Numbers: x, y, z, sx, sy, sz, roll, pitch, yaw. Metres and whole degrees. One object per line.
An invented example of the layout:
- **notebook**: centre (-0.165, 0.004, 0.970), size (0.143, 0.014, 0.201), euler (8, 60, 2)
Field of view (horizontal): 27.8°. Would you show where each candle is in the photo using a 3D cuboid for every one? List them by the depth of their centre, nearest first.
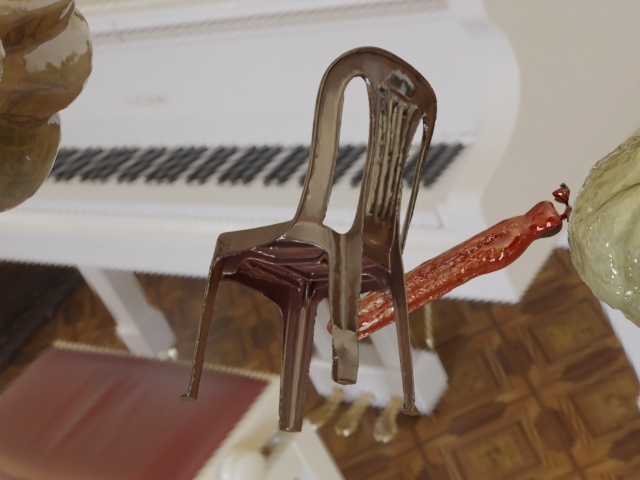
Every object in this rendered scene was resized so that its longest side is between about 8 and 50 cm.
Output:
- **candle**: centre (0.157, 0.033, 1.507), size (0.329, 0.048, 0.051), euler (-29, 26, -6)

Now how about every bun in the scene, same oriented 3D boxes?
- **bun**: centre (0.357, -0.028, 1.185), size (0.259, 0.152, 0.259), euler (0, 41, 0)

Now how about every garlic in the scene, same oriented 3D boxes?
- **garlic**: centre (-0.296, -0.134, 1.025), size (0.210, 0.237, 0.292), euler (17, 8, 0)

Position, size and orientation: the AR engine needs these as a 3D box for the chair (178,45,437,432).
- **chair**: centre (0.000, 0.000, 1.218), size (0.183, 0.175, 0.327), euler (-11, 64, 37)
